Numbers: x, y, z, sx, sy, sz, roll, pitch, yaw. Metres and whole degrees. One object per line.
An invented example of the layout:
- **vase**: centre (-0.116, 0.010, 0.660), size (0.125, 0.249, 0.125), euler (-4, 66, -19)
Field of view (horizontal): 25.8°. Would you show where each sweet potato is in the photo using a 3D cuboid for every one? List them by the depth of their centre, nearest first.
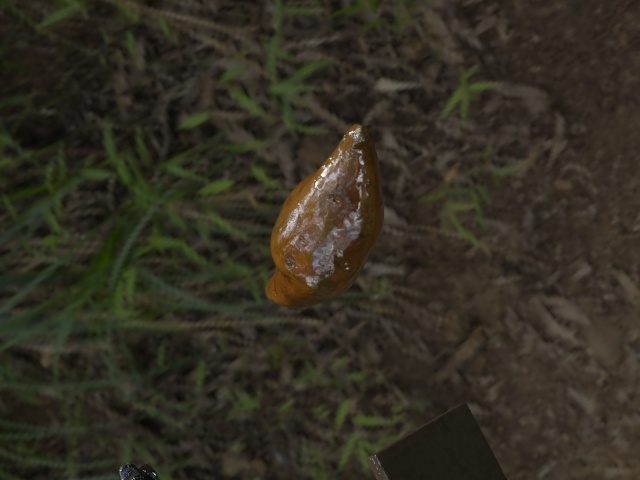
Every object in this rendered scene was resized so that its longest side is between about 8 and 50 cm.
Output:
- **sweet potato**: centre (0.002, -0.002, 1.457), size (0.112, 0.112, 0.359), euler (45, 147, 17)

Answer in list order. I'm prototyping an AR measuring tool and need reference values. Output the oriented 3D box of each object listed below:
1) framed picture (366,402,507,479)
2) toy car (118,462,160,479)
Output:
- **framed picture**: centre (0.137, 0.267, 1.425), size (0.168, 0.128, 0.023), euler (62, 148, 5)
- **toy car**: centre (-0.251, 0.342, 1.685), size (0.062, 0.165, 0.071), euler (45, 169, -19)
